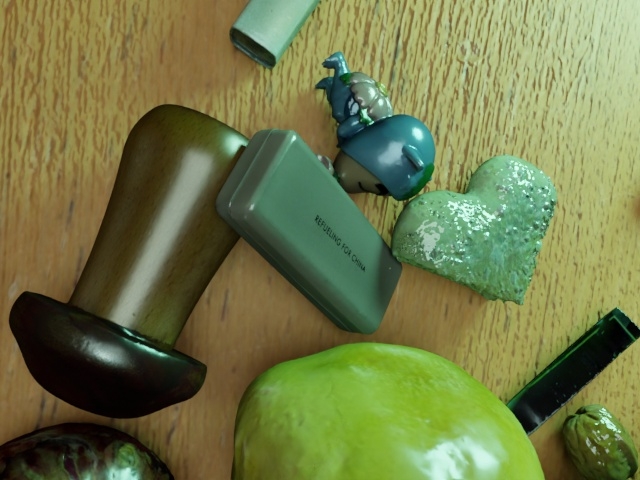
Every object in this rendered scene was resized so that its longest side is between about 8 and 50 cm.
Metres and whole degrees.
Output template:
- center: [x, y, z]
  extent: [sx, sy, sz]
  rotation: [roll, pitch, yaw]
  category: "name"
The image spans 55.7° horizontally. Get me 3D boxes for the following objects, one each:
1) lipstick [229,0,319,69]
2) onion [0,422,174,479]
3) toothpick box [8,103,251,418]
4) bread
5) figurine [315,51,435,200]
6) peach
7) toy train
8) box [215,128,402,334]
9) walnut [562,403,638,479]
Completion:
- center: [-0.009, -0.318, 0.690]
  extent: [0.077, 0.079, 0.253]
  rotation: [32, 85, -8]
  category: "lipstick"
- center: [-0.247, 0.298, 0.574]
  extent: [0.246, 0.190, 0.247]
  rotation: [5, 76, -23]
  category: "onion"
- center: [-0.167, 0.025, 0.602]
  extent: [0.192, 0.192, 0.295]
  rotation: [26, 79, -7]
  category: "toothpick box"
- center: [0.191, 0.002, 0.697]
  extent: [0.232, 0.064, 0.173]
  rotation: [-25, 106, -22]
  category: "bread"
- center: [0.040, -0.112, 0.683]
  extent: [0.144, 0.114, 0.178]
  rotation: [-32, 82, -2]
  category: "figurine"
- center: [0.059, 0.253, 0.570]
  extent: [0.314, 0.315, 0.282]
  rotation: [13, 102, -16]
  category: "peach"
- center: [0.297, 0.166, 0.738]
  extent: [0.209, 0.042, 0.044]
  rotation: [-38, 71, -7]
  category: "toy train"
- center: [0.000, 0.000, 0.618]
  extent: [0.244, 0.055, 0.103]
  rotation: [47, 60, -42]
  category: "box"
- center: [0.334, 0.246, 0.725]
  extent: [0.079, 0.082, 0.096]
  rotation: [-32, 91, -36]
  category: "walnut"
